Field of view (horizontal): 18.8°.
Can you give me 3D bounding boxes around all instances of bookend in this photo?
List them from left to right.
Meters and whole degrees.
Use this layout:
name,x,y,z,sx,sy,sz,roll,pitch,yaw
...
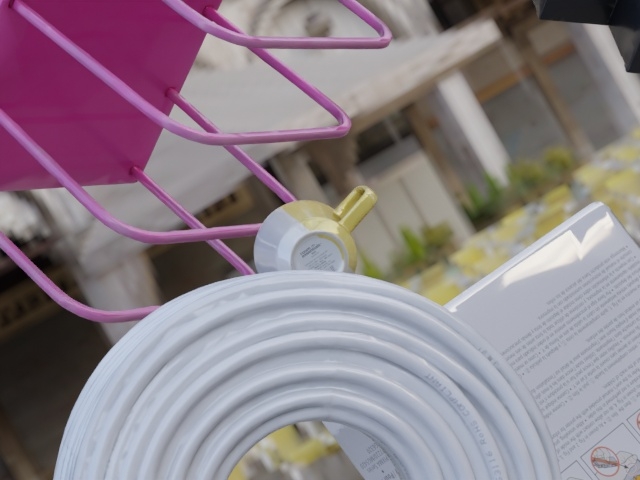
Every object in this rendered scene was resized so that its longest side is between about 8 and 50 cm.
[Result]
name,x,y,z,sx,sy,sz,roll,pitch,yaw
bookend,0.255,-0.203,1.666,0.156,0.157,0.072,2,-46,-16

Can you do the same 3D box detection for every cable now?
name,x,y,z,sx,sy,sz,roll,pitch,yaw
cable,-0.007,0.140,0.963,0.089,0.257,0.257,153,136,-83

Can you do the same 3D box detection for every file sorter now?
name,x,y,z,sx,sy,sz,roll,pitch,yaw
file sorter,-0.086,-0.112,1.231,0.202,0.182,0.291,-7,-50,-52

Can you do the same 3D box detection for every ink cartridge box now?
name,x,y,z,sx,sy,sz,roll,pitch,yaw
ink cartridge box,0.182,0.143,1.413,0.296,0.261,0.066,-32,-10,-35

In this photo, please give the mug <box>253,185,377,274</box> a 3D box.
name,x,y,z,sx,sy,sz,roll,pitch,yaw
mug,-0.004,0.001,1.140,0.062,0.078,0.064,11,2,-8
